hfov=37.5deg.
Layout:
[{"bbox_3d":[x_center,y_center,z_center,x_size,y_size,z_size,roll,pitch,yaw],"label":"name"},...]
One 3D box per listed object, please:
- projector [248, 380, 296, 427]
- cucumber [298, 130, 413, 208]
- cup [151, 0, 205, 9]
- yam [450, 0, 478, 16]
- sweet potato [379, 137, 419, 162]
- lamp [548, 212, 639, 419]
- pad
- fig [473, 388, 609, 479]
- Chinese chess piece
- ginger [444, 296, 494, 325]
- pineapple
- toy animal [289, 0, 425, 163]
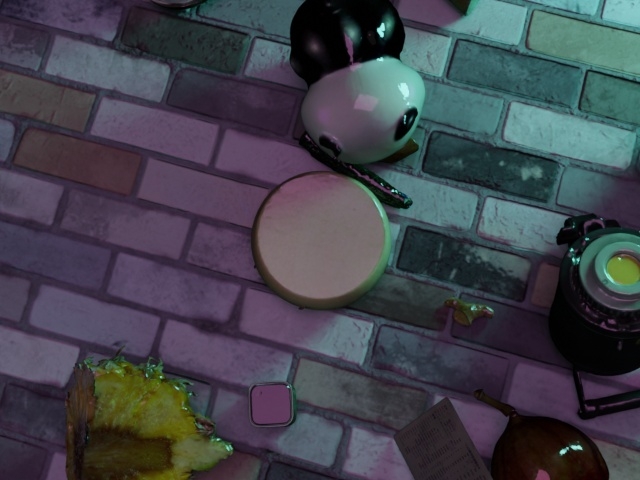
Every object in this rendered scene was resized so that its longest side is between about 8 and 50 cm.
[{"bbox_3d":[-0.089,0.305,1.749,0.083,0.082,0.083,-4,79,2],"label":"projector"},{"bbox_3d":[0.067,-0.133,1.842,0.257,0.043,0.044,34,107,6],"label":"cucumber"},{"bbox_3d":[-0.297,-0.581,1.826,0.196,0.279,0.196,-2,77,8],"label":"cup"},{"bbox_3d":[0.257,-0.538,1.890,0.078,0.078,0.179,-40,80,-5],"label":"yam"},{"bbox_3d":[0.132,-0.175,1.844,0.117,0.049,0.049,-20,79,-1],"label":"sweet potato"},{"bbox_3d":[0.518,0.117,1.659,0.205,0.272,0.374,-12,80,2],"label":"lamp"},{"bbox_3d":[0.235,0.429,1.671,0.159,0.009,0.265,-46,61,35],"label":"pad"},{"bbox_3d":[0.382,0.380,1.674,0.204,0.186,0.249,-20,60,-10],"label":"fig"},{"bbox_3d":[0.000,0.000,1.792,0.273,0.102,0.273,0,79,1],"label":"Chinese chess piece"},{"bbox_3d":[0.281,0.138,1.788,0.097,0.030,0.048,14,79,7],"label":"ginger"},{"bbox_3d":[-0.321,0.352,1.734,0.286,0.209,0.344,4,105,-26],"label":"pineapple"},{"bbox_3d":[0.065,-0.298,1.775,0.251,0.251,0.309,-16,68,0],"label":"toy animal"}]
